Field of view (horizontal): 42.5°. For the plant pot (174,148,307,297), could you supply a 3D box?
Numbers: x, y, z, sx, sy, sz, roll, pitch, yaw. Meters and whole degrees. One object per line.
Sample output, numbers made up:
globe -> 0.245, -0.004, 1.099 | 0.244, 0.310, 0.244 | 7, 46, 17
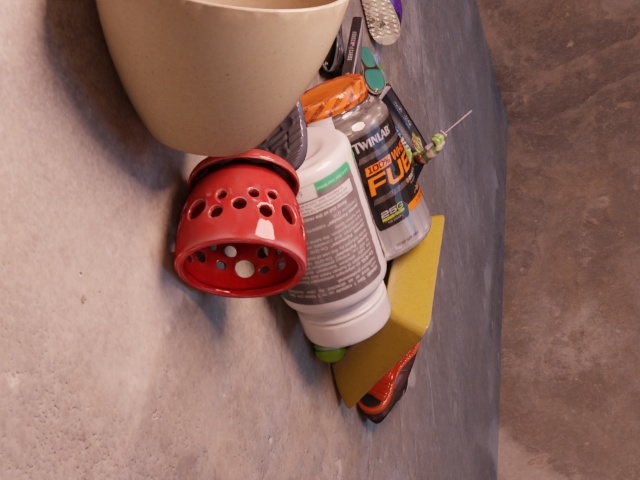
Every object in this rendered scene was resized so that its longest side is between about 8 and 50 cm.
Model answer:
plant pot -> -0.118, -0.029, 1.217 | 0.191, 0.191, 0.174 | 48, 32, -55

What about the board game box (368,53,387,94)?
board game box -> 0.153, -0.355, 2.159 | 0.211, 0.039, 0.160 | 63, 30, -42

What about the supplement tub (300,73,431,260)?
supplement tub -> 0.070, -0.138, 1.608 | 0.338, 0.207, 0.207 | 64, 28, -22

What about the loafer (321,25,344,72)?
loafer -> 0.010, -0.476, 1.789 | 0.078, 0.076, 0.223 | -64, 146, -66

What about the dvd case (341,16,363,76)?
dvd case -> 0.070, -0.368, 1.881 | 0.179, 0.029, 0.239 | 91, 6, -49

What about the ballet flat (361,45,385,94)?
ballet flat -> 0.123, -0.410, 2.035 | 0.052, 0.057, 0.168 | 103, -20, -52

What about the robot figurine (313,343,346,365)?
robot figurine -> 0.018, 0.190, 1.638 | 0.101, 0.067, 0.115 | 9, 76, -76

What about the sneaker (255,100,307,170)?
sneaker -> -0.078, -0.240, 1.364 | 0.131, 0.112, 0.319 | 27, 41, -63

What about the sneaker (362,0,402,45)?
sneaker -> 0.158, -0.680, 2.199 | 0.146, 0.102, 0.293 | -61, 144, -62

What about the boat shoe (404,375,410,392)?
boat shoe -> 0.177, 0.285, 1.994 | 0.070, 0.078, 0.219 | -53, 134, -61

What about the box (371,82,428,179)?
box -> 0.178, -0.251, 2.034 | 0.220, 0.051, 0.175 | 54, 43, -25

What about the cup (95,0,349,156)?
cup -> -0.144, -0.255, 1.104 | 0.331, 0.331, 0.237 | -59, 165, -56

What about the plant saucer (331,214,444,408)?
plant saucer -> 0.127, 0.134, 1.720 | 0.081, 0.333, 0.333 | 27, 45, -10

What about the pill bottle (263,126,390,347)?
pill bottle -> 0.000, 0.000, 1.463 | 0.204, 0.204, 0.361 | -65, 142, -53

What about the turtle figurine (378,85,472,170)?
turtle figurine -> 0.165, -0.232, 1.825 | 0.198, 0.275, 0.266 | 41, 20, 4

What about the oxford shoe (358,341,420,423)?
oxford shoe -> 0.166, 0.297, 1.913 | 0.271, 0.097, 0.098 | -56, 147, -27
